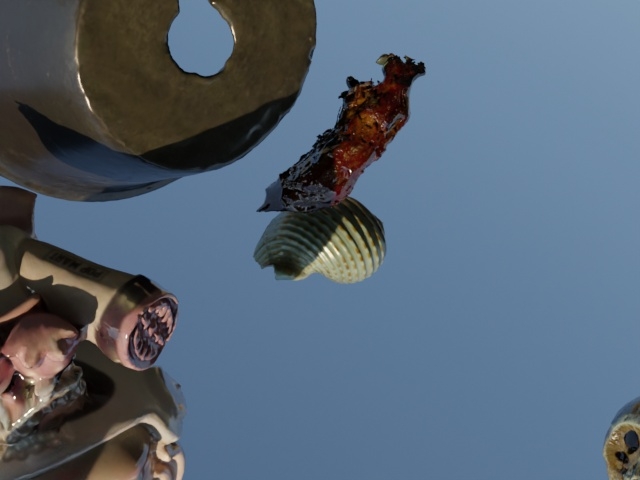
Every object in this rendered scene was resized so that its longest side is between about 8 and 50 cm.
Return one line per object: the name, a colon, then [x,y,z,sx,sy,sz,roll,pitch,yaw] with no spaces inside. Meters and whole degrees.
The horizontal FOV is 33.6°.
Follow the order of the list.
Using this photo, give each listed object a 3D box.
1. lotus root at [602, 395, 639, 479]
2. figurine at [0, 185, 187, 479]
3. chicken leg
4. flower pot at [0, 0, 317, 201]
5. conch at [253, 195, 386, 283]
lotus root: [0.412,0.217,0.994,0.322,0.140,0.158,13,-167,-26]
figurine: [-0.229,0.142,0.891,0.253,0.361,0.211,-9,-135,-5]
chicken leg: [0.024,-0.104,1.125,0.063,0.234,0.105,37,-177,-28]
flower pot: [-0.158,-0.183,0.965,0.379,0.379,0.251,-5,-161,-33]
conch: [0.003,-0.006,1.242,0.153,0.102,0.135,4,-169,-31]
